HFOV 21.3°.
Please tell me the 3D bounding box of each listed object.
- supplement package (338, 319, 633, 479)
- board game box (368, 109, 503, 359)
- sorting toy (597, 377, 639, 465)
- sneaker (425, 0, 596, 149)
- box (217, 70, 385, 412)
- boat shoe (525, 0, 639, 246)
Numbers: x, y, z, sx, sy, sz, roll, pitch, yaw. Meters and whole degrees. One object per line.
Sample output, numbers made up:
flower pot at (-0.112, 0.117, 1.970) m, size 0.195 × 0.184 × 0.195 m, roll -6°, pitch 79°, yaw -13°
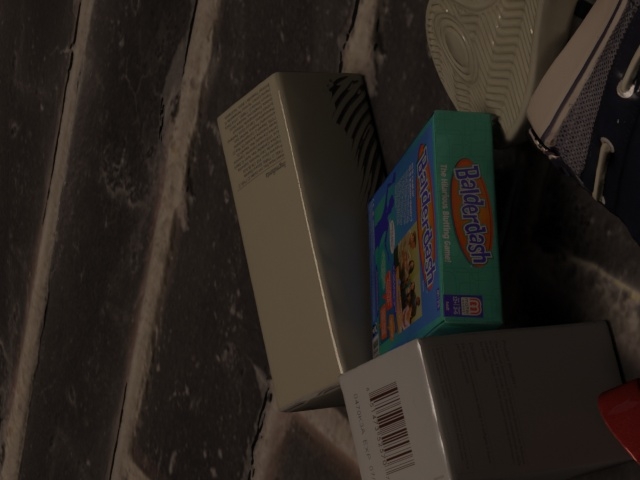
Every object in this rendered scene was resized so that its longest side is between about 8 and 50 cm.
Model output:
supplement package at (0.121, 0.125, 1.215) m, size 0.105 × 0.179 × 0.105 m, roll -32°, pitch 65°, yaw 52°
board game box at (0.083, 0.013, 1.297) m, size 0.210 × 0.047 × 0.160 m, roll 125°, pitch 146°, yaw -70°
sorting toy at (0.299, 0.165, 1.005) m, size 0.126 × 0.127 × 0.365 m, roll -50°, pitch 33°, yaw 15°
sneaker at (0.175, -0.190, 1.188) m, size 0.131 × 0.148 × 0.350 m, roll 56°, pitch 160°, yaw 18°
box at (0.000, 0.000, 1.458) m, size 0.113 × 0.094 × 0.275 m, roll -30°, pitch 68°, yaw 52°
boat shoe at (0.261, -0.136, 1.067) m, size 0.158 × 0.127 × 0.340 m, roll 55°, pitch 142°, yaw 29°
